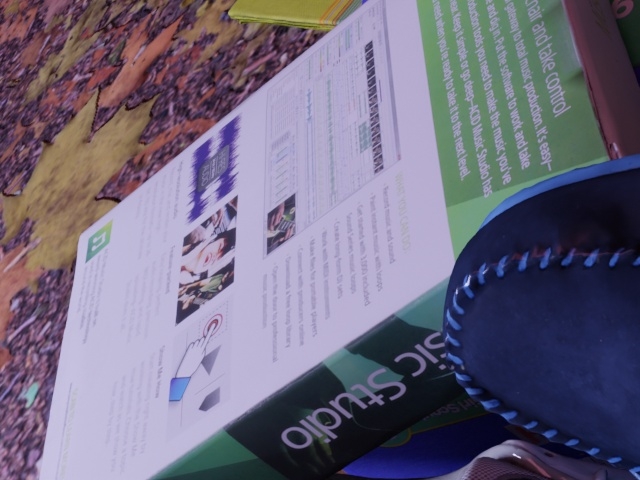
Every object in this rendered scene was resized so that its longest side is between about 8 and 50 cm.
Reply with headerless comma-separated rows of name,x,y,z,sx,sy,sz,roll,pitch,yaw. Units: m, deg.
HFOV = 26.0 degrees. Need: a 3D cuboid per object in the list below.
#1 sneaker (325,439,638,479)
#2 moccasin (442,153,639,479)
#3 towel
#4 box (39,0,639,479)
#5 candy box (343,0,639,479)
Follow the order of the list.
sneaker,0.114,0.139,0.497,0.330,0.146,0.122,-8,49,43
moccasin,0.191,0.053,0.391,0.341,0.138,0.117,8,41,24
towel,0.018,-0.201,1.070,0.102,0.021,0.237,-51,32,-13
box,0.000,0.000,0.631,0.322,0.058,0.232,-37,32,26
candy box,0.131,-0.048,0.685,0.268,0.122,0.317,-22,42,36
